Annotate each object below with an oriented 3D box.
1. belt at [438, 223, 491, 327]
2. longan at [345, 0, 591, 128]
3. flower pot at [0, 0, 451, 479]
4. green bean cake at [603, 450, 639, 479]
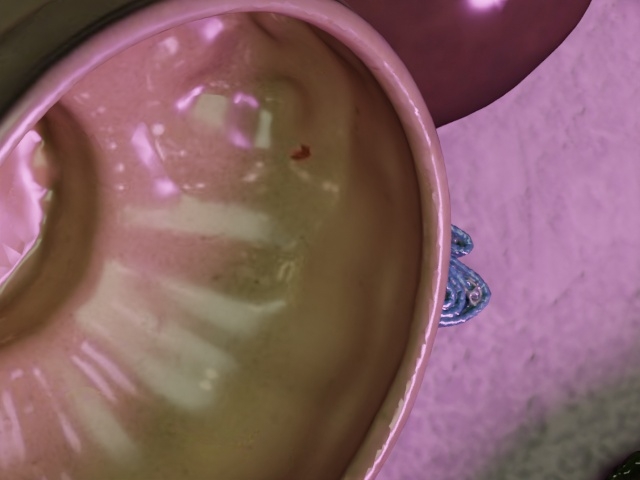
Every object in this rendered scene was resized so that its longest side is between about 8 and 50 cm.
[{"bbox_3d":[0.002,-0.001,1.024,0.179,0.065,0.100,34,71,-13],"label":"belt"},{"bbox_3d":[0.026,-0.169,0.954,0.248,0.248,0.248,0,90,-17],"label":"longan"},{"bbox_3d":[-0.123,-0.002,0.833,0.307,0.244,0.307,-22,122,-40],"label":"flower pot"},{"bbox_3d":[0.250,0.218,1.067,0.241,0.132,0.255,-37,100,-10],"label":"green bean cake"}]
